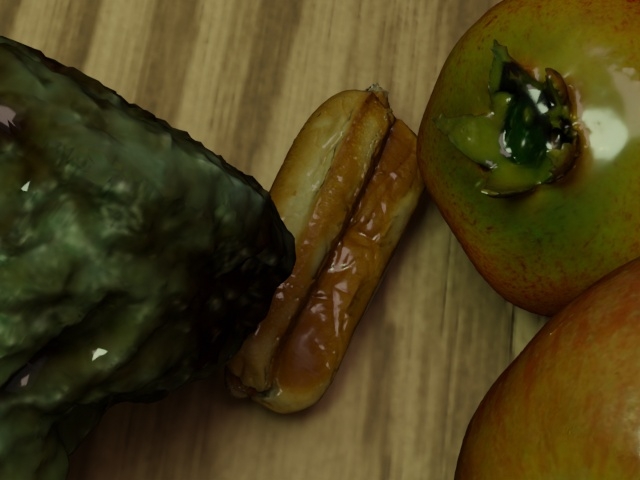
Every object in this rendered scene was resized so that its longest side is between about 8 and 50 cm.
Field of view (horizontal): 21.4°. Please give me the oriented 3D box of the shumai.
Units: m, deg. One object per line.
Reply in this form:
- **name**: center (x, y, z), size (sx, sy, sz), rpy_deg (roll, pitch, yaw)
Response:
- **shumai**: center (-0.223, 0.056, 0.909), size (0.395, 0.395, 0.348), rpy_deg (21, 82, 4)

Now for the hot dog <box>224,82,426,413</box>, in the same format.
- **hot dog**: center (0.000, 0.000, 1.102), size (0.102, 0.076, 0.249), rpy_deg (41, 58, -28)

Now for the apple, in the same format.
- **apple**: center (0.214, 0.155, 0.908), size (0.301, 0.301, 0.302), rpy_deg (3, 60, -6)

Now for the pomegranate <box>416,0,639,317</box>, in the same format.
- **pomegranate**: center (0.165, -0.058, 1.059), size (0.221, 0.221, 0.256), rpy_deg (51, 22, 20)
